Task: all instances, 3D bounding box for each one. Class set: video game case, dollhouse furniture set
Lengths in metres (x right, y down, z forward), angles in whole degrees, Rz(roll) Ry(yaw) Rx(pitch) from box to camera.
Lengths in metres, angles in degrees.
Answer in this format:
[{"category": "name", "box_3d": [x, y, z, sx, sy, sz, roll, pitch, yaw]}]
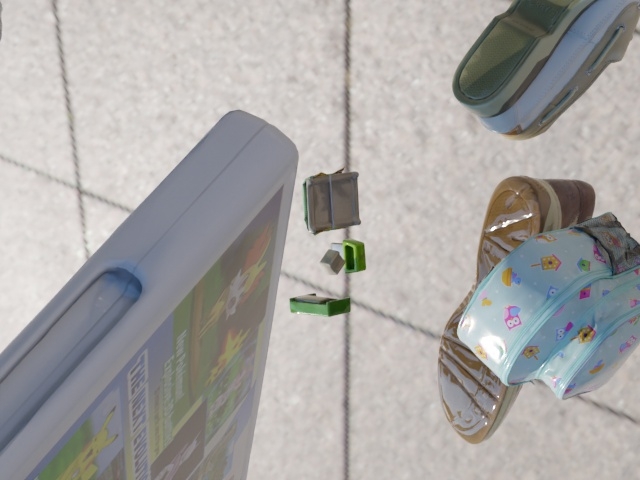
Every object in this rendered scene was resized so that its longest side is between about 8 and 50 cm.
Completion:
[{"category": "video game case", "box_3d": [-0.119, 0.142, 0.516, 0.036, 0.300, 0.329, 33, 150, 13]}, {"category": "dollhouse furniture set", "box_3d": [0.000, 0.000, 1.334, 0.058, 0.076, 0.152, 5, 102, 45]}]

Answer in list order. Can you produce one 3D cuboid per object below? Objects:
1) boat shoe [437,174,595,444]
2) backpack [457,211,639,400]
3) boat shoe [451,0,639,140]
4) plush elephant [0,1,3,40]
[{"category": "boat shoe", "box_3d": [0.230, 0.081, 1.468, 0.123, 0.123, 0.342, 42, 129, 47]}, {"category": "backpack", "box_3d": [0.234, 0.070, 1.259, 0.144, 0.188, 0.166, 55, 129, 31]}, {"category": "boat shoe", "box_3d": [0.265, -0.232, 1.312, 0.103, 0.302, 0.113, 35, -167, -43]}, {"category": "plush elephant", "box_3d": [-0.182, -0.299, 0.783, 0.271, 0.330, 0.255, 15, 143, 8]}]
